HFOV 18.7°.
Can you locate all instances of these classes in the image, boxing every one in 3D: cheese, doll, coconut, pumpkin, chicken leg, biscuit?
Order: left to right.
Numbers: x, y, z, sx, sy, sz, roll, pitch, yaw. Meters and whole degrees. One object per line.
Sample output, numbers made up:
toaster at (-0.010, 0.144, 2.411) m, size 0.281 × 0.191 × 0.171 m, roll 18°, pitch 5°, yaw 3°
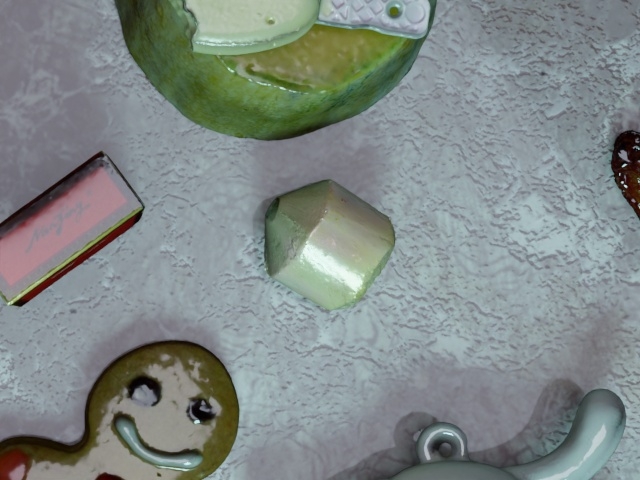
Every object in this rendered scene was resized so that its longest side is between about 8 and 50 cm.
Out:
biscuit at (-0.210, 0.299, 1.908) m, size 0.283 × 0.064 × 0.432 m, roll 26°, pitch 87°, yaw -7°
pumpkin at (-0.035, -0.261, 1.873) m, size 0.332 × 0.199 × 0.332 m, roll 0°, pitch 93°, yaw -6°
cheese at (-0.023, -0.219, 1.763) m, size 0.255 × 0.050 × 0.127 m, roll 9°, pitch 89°, yaw -14°
coconut at (0.000, 0.000, 1.914) m, size 0.122 × 0.116 × 0.116 m, roll 34°, pitch 85°, yaw -12°
doll at (0.158, 0.358, 1.916) m, size 0.376 × 0.187 × 0.366 m, roll -18°, pitch 83°, yaw 15°
chicken leg at (0.377, -0.034, 2.002) m, size 0.093 × 0.053 × 0.205 m, roll -40°, pitch 99°, yaw -21°

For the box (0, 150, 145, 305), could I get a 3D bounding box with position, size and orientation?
box at (-0.243, -0.006, 1.816) m, size 0.153 × 0.240 × 0.074 m, roll -32°, pitch 91°, yaw -7°
